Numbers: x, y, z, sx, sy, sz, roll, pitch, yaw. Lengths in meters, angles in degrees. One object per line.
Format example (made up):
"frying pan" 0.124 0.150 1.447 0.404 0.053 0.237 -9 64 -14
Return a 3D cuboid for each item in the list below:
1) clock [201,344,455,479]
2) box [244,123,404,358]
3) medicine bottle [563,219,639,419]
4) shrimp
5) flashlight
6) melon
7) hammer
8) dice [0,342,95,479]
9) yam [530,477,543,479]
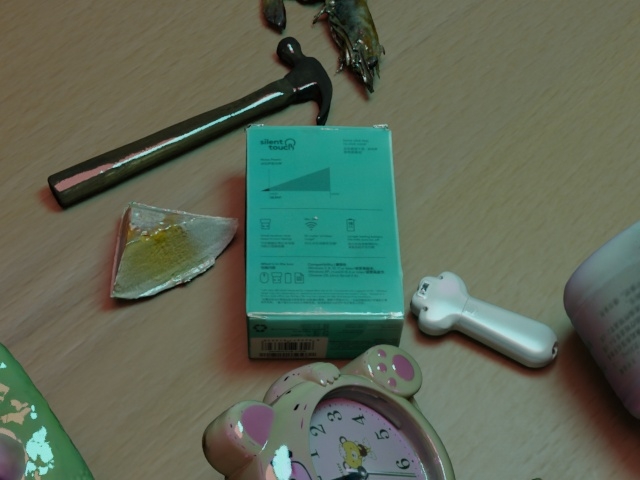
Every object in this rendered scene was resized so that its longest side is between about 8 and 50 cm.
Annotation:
"clock" 0.033 0.271 1.464 0.309 0.114 0.284 -7 65 -46
"box" 0.000 0.000 1.726 0.205 0.118 0.311 1 57 -6
"medicine bottle" 0.476 0.132 1.581 0.256 0.256 0.325 -24 68 -18
"shrimp" 0.002 -0.331 1.993 0.169 0.058 0.296 -12 54 -2
"flashlight" 0.215 0.109 1.709 0.200 0.047 0.093 23 58 9
"melon" -0.217 -0.013 1.743 0.202 0.093 0.139 -27 54 -25
"hammer" -0.182 -0.156 1.868 0.439 0.044 0.168 -25 59 -18
"dice" -0.428 0.283 1.384 0.318 0.322 0.330 -33 65 -23
"yam" 0.236 0.346 1.545 0.054 0.054 0.132 34 61 18
